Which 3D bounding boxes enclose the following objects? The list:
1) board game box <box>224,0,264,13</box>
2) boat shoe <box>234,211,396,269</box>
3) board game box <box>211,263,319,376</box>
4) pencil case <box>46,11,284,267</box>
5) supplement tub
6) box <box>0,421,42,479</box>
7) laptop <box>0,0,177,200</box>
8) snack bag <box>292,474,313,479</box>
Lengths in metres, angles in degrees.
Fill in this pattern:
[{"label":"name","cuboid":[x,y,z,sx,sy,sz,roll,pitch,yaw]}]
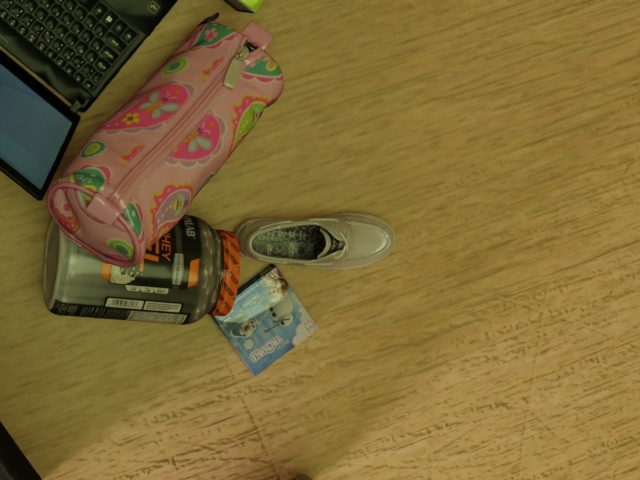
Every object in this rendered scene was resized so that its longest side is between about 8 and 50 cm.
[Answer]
[{"label":"board game box","cuboid":[-0.142,-0.427,1.659,0.347,0.078,0.233,36,87,-20]},{"label":"boat shoe","cuboid":[0.000,0.000,1.784,0.184,0.063,0.066,7,97,-18]},{"label":"board game box","cuboid":[-0.062,0.088,1.802,0.090,0.020,0.090,-37,109,-9]},{"label":"pencil case","cuboid":[-0.150,-0.103,1.640,0.124,0.124,0.284,50,57,-18]},{"label":"supplement tub","cuboid":[-0.186,0.027,1.701,0.190,0.117,0.117,5,98,-19]},{"label":"box","cuboid":[-0.499,0.288,1.471,0.472,0.297,0.480,-31,132,-9]},{"label":"laptop","cuboid":[-0.291,-0.220,1.616,0.234,0.136,0.264,41,86,-20]},{"label":"snack bag","cuboid":[-0.120,0.366,1.675,0.342,0.323,0.037,-41,90,-7]}]
